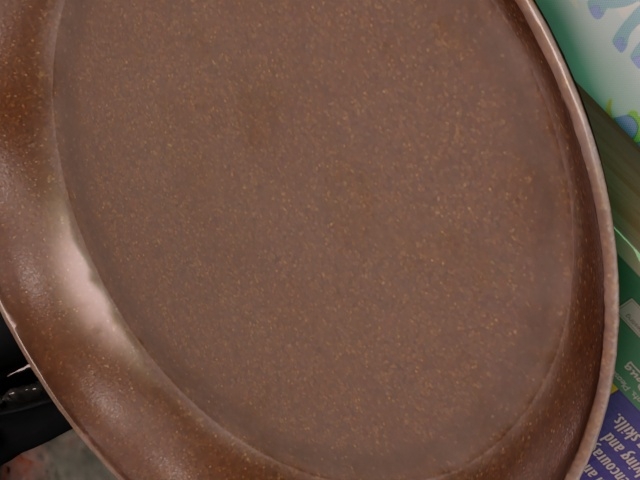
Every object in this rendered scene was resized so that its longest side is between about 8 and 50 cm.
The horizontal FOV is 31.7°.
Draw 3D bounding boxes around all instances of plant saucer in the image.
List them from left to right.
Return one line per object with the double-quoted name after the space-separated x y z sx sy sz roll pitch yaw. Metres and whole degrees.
-0.027 -0.013 0.418 0.311 0.050 0.310 19 123 33 "plant saucer"

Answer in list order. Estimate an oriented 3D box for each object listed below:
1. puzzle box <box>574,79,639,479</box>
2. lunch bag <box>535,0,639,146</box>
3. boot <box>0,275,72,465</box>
0.000 0.000 0.498 0.409 0.052 0.272 47 136 4 "puzzle box"
0.155 -0.073 0.470 0.176 0.090 0.219 -36 89 22 "lunch bag"
-0.185 0.127 0.607 0.207 0.094 0.246 -31 132 -4 "boot"
